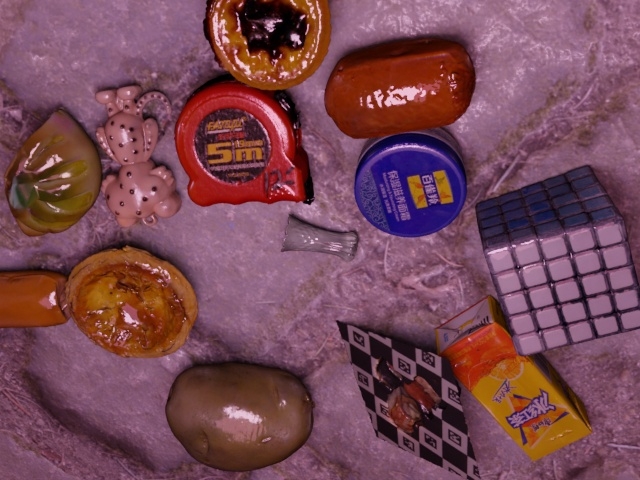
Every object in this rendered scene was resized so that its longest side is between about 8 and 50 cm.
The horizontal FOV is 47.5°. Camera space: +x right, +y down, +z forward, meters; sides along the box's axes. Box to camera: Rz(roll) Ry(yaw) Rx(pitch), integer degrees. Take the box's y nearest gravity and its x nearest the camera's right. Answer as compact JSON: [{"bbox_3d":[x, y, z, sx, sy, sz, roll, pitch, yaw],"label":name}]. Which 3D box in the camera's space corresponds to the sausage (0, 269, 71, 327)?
[{"bbox_3d":[-0.718,0.133,1.606,0.354,0.116,0.134,-3,130,12],"label":"sausage"}]

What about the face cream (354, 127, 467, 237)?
[{"bbox_3d":[0.167,-0.117,1.354,0.206,0.111,0.206,4,128,6],"label":"face cream"}]

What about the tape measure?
[{"bbox_3d":[-0.143,-0.184,1.371,0.253,0.114,0.260,-3,113,9],"label":"tape measure"}]

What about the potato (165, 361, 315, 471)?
[{"bbox_3d":[-0.179,0.388,1.601,0.327,0.221,0.243,9,115,-2],"label":"potato"}]

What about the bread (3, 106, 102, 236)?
[{"bbox_3d":[-0.515,-0.124,1.429,0.156,0.158,0.260,1,119,3],"label":"bread"}]

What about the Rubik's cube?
[{"bbox_3d":[0.432,0.038,1.334,0.237,0.237,0.238,-19,112,15],"label":"Rubik's cube"}]

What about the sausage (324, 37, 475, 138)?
[{"bbox_3d":[0.135,-0.264,1.269,0.268,0.153,0.141,-7,121,12],"label":"sausage"}]

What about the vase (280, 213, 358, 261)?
[{"bbox_3d":[0.000,0.000,1.466,0.149,0.081,0.081,11,117,-3],"label":"vase"}]

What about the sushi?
[{"bbox_3d":[0.208,0.324,1.552,0.320,0.069,0.339,11,127,49],"label":"sushi"}]

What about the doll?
[{"bbox_3d":[-0.359,-0.162,1.419,0.154,0.119,0.278,0,107,7],"label":"doll"}]

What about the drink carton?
[{"bbox_3d":[0.406,0.297,1.542,0.155,0.111,0.351,-36,108,23],"label":"drink carton"}]

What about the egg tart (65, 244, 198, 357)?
[{"bbox_3d":[-0.398,0.126,1.560,0.290,0.115,0.290,4,119,7],"label":"egg tart"}]

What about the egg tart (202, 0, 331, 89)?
[{"bbox_3d":[-0.080,-0.371,1.235,0.215,0.171,0.215,3,116,6],"label":"egg tart"}]
